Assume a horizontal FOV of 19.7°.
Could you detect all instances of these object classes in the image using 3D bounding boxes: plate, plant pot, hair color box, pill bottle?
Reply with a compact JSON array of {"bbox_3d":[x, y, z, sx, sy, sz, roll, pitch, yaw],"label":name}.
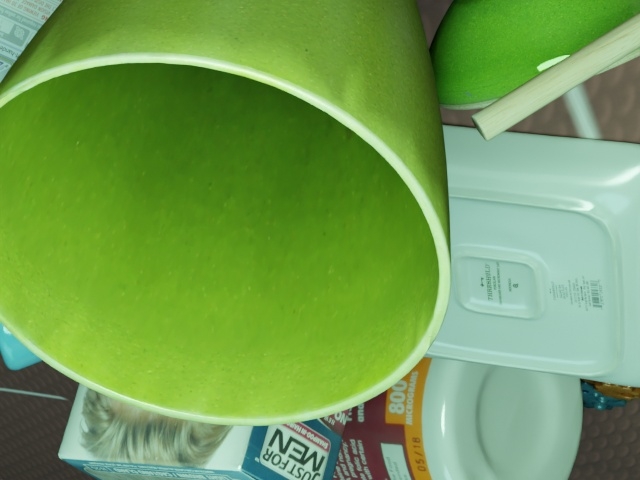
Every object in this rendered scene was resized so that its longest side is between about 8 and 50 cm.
[{"bbox_3d":[0.152,0.023,1.531,0.278,0.045,0.277,7,136,18],"label":"plate"},{"bbox_3d":[-0.044,-0.090,1.083,0.275,0.293,0.275,6,135,7],"label":"plant pot"},{"bbox_3d":[-0.052,0.017,1.351,0.174,0.347,0.105,-2,155,37],"label":"hair color box"},{"bbox_3d":[0.044,0.164,1.852,0.392,0.224,0.224,-1,156,43],"label":"pill bottle"}]

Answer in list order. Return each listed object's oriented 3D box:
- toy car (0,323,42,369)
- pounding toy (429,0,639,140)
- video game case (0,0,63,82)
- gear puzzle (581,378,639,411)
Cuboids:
[{"bbox_3d":[-0.189,-0.056,1.474,0.219,0.210,0.238,-19,135,-10],"label":"toy car"},{"bbox_3d":[0.135,-0.158,1.081,0.183,0.110,0.237,-23,-166,1],"label":"pounding toy"},{"bbox_3d":[-0.224,-0.129,1.281,0.269,0.244,0.061,24,-158,-24],"label":"video game case"},{"bbox_3d":[0.286,0.122,1.848,0.175,0.044,0.339,18,160,-11],"label":"gear puzzle"}]
